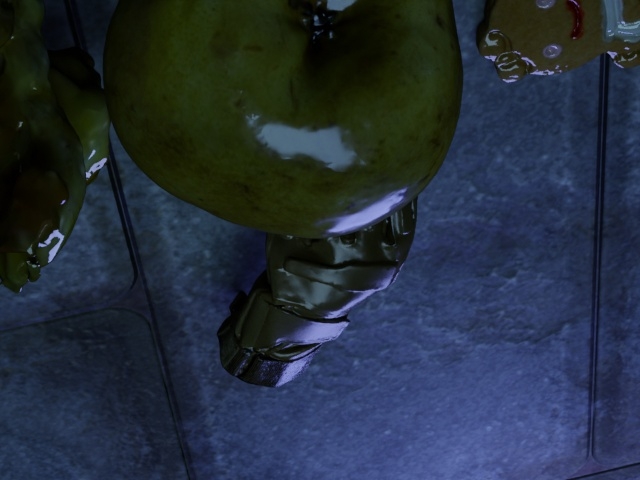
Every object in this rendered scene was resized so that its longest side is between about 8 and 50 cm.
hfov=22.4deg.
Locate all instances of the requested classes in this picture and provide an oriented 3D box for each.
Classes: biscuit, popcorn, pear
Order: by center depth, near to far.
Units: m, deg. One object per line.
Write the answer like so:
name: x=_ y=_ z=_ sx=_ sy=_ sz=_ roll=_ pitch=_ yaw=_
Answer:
popcorn: x=-0.329 y=-0.061 z=1.349 sx=0.321 sy=0.290 sz=0.326 roll=-5 pitch=113 yaw=11
pear: x=-0.030 y=-0.148 z=1.350 sx=0.304 sy=0.304 sz=0.304 roll=-8 pitch=135 yaw=-9
biscuit: x=0.266 y=-0.230 z=1.533 sx=0.249 sy=0.035 sz=0.184 roll=-15 pitch=135 yaw=-1

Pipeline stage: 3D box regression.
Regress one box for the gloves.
gloves: x=0.003 y=0.013 z=1.615 sx=0.154 sy=0.141 sz=0.331 roll=12 pitch=129 yaw=-25
